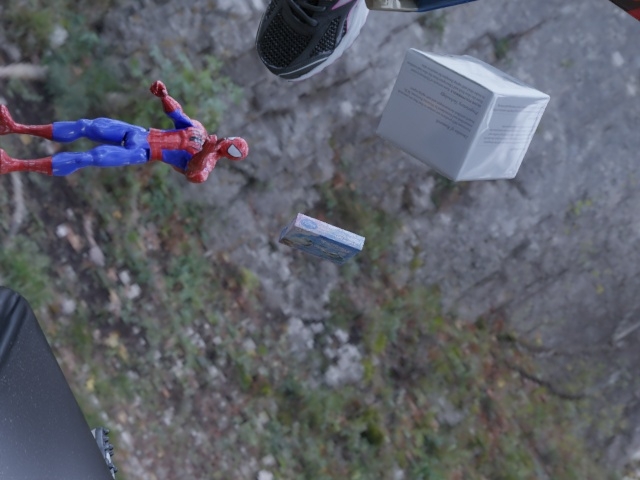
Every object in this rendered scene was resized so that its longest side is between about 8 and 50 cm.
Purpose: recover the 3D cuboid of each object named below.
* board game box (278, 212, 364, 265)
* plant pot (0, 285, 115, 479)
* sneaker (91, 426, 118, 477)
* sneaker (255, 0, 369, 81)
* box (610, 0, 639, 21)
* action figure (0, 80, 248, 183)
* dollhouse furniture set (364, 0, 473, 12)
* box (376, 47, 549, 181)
[{"bbox_3d":[0.000,0.000,1.332,0.090,0.020,0.090,20,-19,-10],"label":"board game box"},{"bbox_3d":[-0.155,0.117,0.331,0.167,0.188,0.187,-79,159,-51],"label":"plant pot"},{"bbox_3d":[-0.246,0.306,1.077,0.078,0.106,0.234,-120,-160,-69],"label":"sneaker"},{"bbox_3d":[0.009,-0.194,0.730,0.072,0.178,0.077,39,15,12],"label":"sneaker"},{"bbox_3d":[0.392,-0.188,0.799,0.293,0.057,0.201,35,-38,5],"label":"box"},{"bbox_3d":[-0.210,-0.123,1.164,0.139,0.281,0.091,126,-38,-59],"label":"action figure"},{"bbox_3d":[0.011,-0.222,0.465,0.303,0.287,0.198,3,-83,56],"label":"dollhouse furniture set"},{"bbox_3d":[0.128,-0.112,0.939,0.102,0.087,0.101,35,25,33],"label":"box"}]
